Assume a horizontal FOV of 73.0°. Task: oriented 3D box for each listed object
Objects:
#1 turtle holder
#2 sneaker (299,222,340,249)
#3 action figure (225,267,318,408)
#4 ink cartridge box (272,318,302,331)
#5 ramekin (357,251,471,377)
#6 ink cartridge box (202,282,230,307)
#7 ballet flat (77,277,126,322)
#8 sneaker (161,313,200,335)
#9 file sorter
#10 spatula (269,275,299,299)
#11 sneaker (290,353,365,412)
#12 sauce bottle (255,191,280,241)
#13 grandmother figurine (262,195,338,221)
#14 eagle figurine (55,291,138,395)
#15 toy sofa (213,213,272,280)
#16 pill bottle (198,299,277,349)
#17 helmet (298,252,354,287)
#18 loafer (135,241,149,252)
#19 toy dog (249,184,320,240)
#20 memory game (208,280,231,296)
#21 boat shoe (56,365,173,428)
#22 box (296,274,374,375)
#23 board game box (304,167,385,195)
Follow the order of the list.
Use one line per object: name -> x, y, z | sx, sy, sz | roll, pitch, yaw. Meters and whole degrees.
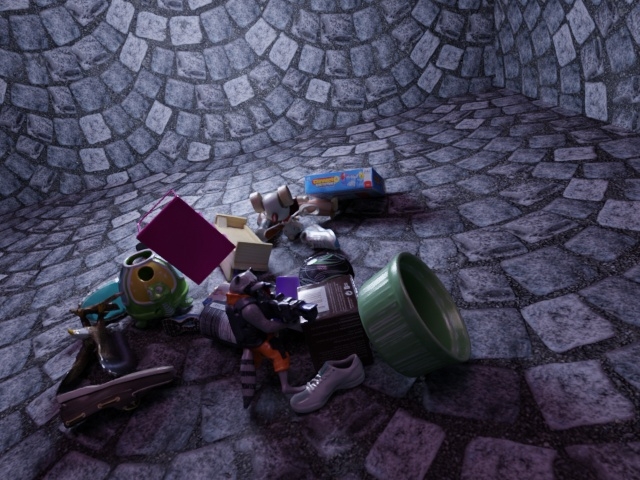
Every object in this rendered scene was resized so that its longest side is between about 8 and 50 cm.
turtle holder -> -0.621, 0.172, 1.568 | 0.243, 0.227, 0.320 | -15, 24, 1
sneaker -> 0.000, 0.000, 1.768 | 0.092, 0.087, 0.228 | -34, 27, -19
action figure -> -0.145, 0.232, 1.083 | 0.178, 0.330, 0.341 | -16, 0, -35
ink cartridge box -> -0.138, 0.216, 1.341 | 0.206, 0.208, 0.045 | 22, 83, 47
ramekin -> 0.232, 0.194, 1.098 | 0.148, 0.303, 0.303 | -36, 20, 26
ink cartridge box -> -0.349, 0.209, 1.555 | 0.088, 0.052, 0.122 | 3, 32, 29
ballet flat -> -0.769, 0.201, 1.740 | 0.147, 0.147, 0.409 | 12, 36, 39
sneaker -> -0.477, 0.290, 1.510 | 0.162, 0.063, 0.073 | -8, 7, 14
file sorter -> -0.508, -0.020, 1.624 | 0.202, 0.291, 0.182 | -46, 31, -3
spatula -> -0.183, 0.167, 1.527 | 0.030, 0.084, 0.296 | 5, -6, -44
sneaker -> 0.011, 0.358, 1.117 | 0.212, 0.094, 0.080 | -25, 32, -17
sauce bottle -> -0.236, -0.109, 2.032 | 0.111, 0.111, 0.344 | -8, 32, 12
grandmother figurine -> -0.104, -0.146, 1.932 | 0.342, 0.208, 0.104 | 1, 53, -14
eagle figurine -> -0.749, 0.347, 1.426 | 0.226, 0.225, 0.298 | -39, 58, 33
toy sofa -> -0.345, 0.028, 1.819 | 0.150, 0.177, 0.362 | 7, 17, -31
pill bottle -> -0.253, 0.270, 1.353 | 0.245, 0.130, 0.130 | 7, 36, 33
helmet -> 0.015, 0.124, 1.457 | 0.169, 0.169, 0.161 | 14, 23, 40
loafer -> -0.760, 0.003, 2.087 | 0.267, 0.096, 0.084 | -9, 24, 13
toy dog -> -0.152, -0.083, 1.769 | 0.220, 0.333, 0.161 | -27, 55, 26
memory game -> -0.341, 0.200, 1.635 | 0.186, 0.012, 0.186 | -11, 30, 6
boat shoe -> -0.574, 0.441, 1.235 | 0.324, 0.097, 0.116 | -15, -12, -8
box -> 0.039, 0.236, 1.206 | 0.167, 0.203, 0.168 | -15, 30, 0
board game box -> 0.120, -0.247, 1.977 | 0.302, 0.086, 0.308 | -5, -3, 17
